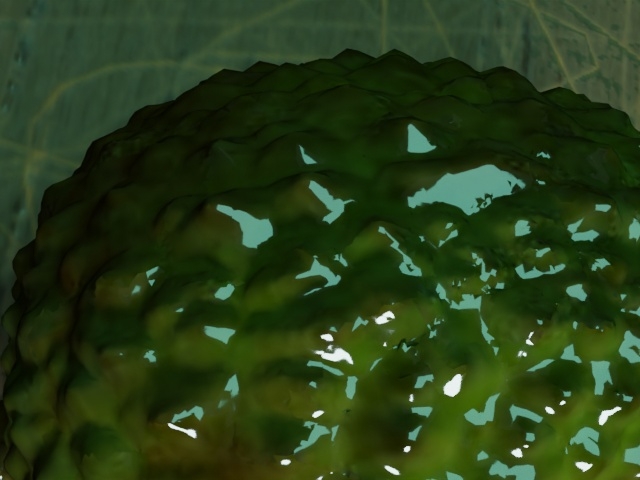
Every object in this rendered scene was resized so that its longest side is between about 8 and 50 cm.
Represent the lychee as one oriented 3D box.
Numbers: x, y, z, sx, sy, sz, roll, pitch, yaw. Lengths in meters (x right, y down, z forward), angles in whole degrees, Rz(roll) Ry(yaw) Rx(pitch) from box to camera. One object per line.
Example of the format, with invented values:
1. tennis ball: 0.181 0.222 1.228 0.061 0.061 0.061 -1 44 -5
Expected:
1. lychee: 0.003 0.063 0.521 0.270 0.320 0.270 -4 95 -58
